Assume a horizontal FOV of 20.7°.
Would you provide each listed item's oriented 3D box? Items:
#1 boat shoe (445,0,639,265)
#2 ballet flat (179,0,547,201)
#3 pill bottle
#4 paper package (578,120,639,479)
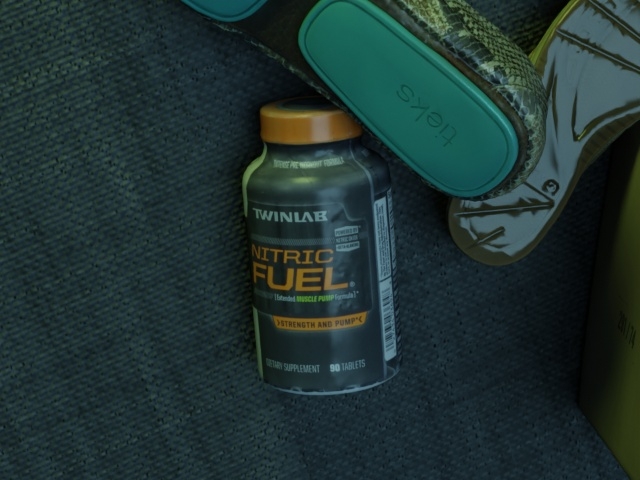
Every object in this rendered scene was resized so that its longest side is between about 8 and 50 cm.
[{"bbox_3d":[0.224,-0.131,1.577,0.122,0.110,0.341,40,92,-8],"label":"boat shoe"},{"bbox_3d":[-0.006,-0.224,1.435,0.483,0.182,0.164,39,124,-12],"label":"ballet flat"},{"bbox_3d":[0.000,0.000,1.522,0.130,0.130,0.245,-9,105,-16],"label":"pill bottle"},{"bbox_3d":[0.350,0.060,1.536,0.168,0.325,0.309,5,101,-4],"label":"paper package"}]
